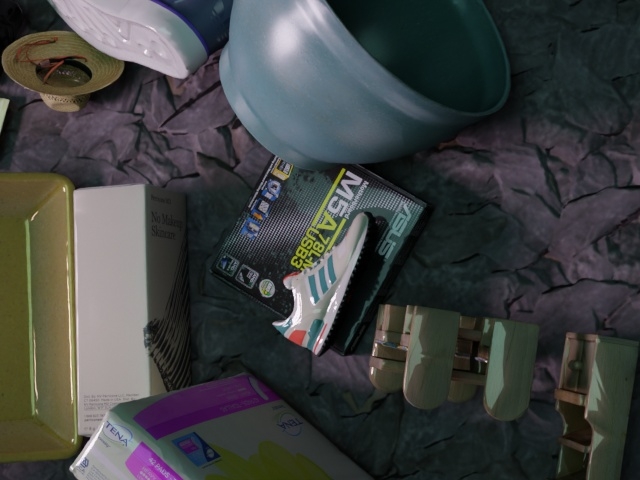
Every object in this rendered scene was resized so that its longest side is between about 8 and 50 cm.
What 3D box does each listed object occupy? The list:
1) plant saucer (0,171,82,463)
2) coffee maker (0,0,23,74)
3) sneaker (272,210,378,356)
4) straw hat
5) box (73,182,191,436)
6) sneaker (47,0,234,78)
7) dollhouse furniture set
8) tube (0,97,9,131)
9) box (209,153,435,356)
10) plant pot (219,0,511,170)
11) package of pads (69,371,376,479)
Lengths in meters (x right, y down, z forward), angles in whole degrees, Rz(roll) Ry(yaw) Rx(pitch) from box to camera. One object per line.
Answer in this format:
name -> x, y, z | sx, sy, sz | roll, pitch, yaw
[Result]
plant saucer -> -0.447, 0.091, 1.530 | 0.333, 0.081, 0.332 | -1, 83, -21
coffee maker -> -0.468, -0.254, 1.631 | 0.178, 0.120, 0.171 | 33, 120, 20
sneaker -> 0.002, 0.037, 1.408 | 0.075, 0.057, 0.161 | 24, 98, 13
straw hat -> -0.300, -0.185, 1.577 | 0.145, 0.144, 0.061 | 24, 132, 20
box -> -0.208, 0.079, 1.499 | 0.094, 0.113, 0.275 | -4, 85, 19
sneaker -> -0.167, -0.322, 1.531 | 0.323, 0.130, 0.236 | 29, 69, 40
dollhouse furniture set -> 0.168, 0.158, 1.307 | 0.242, 0.212, 0.160 | 9, 87, -7
tube -> -0.497, -0.157, 1.653 | 0.240, 0.062, 0.070 | 16, 131, 16
box -> 0.000, 0.000, 1.465 | 0.184, 0.045, 0.190 | 32, 97, 21
plant pot -> 0.021, -0.193, 1.366 | 0.196, 0.293, 0.293 | -38, 73, 34
package of pads -> -0.072, 0.246, 1.336 | 0.229, 0.296, 0.101 | 39, 107, 17
